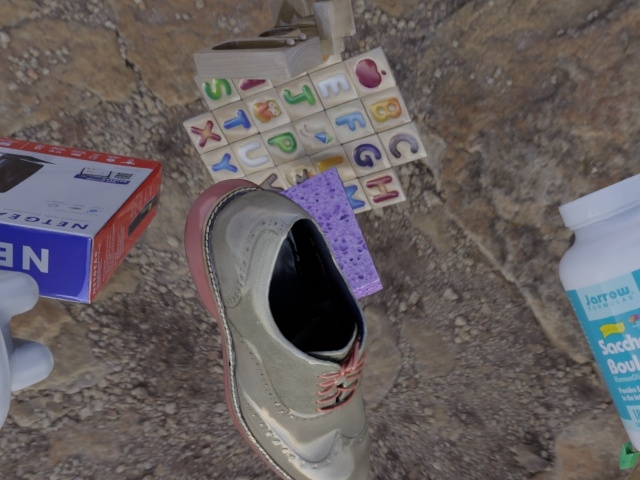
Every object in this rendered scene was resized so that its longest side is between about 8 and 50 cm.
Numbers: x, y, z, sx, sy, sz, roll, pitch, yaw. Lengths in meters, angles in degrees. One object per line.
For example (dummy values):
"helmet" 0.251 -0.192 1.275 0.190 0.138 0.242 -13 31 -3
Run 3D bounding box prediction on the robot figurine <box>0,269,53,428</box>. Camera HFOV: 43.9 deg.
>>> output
"robot figurine" -0.413 0.121 0.674 0.199 0.353 0.300 -2 101 42

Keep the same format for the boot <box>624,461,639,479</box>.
"boot" 0.244 0.163 0.373 0.089 0.269 0.236 11 91 -24

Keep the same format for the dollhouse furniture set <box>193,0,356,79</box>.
"dollhouse furniture set" -0.046 -0.233 0.738 0.144 0.123 0.151 10 33 38

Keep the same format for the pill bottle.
"pill bottle" 0.334 0.069 0.796 0.146 0.146 0.264 -23 85 -4

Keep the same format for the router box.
"router box" -0.395 -0.046 0.977 0.335 0.301 0.082 9 111 -1

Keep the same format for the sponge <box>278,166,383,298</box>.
"sponge" 0.000 0.000 1.104 0.117 0.031 0.210 -22 54 4

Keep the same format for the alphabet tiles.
"alphabet tiles" -0.029 -0.152 1.175 0.342 0.011 0.285 -15 115 27

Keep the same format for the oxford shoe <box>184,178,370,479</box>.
"oxford shoe" -0.014 0.116 0.708 0.123 0.130 0.348 -36 121 -27

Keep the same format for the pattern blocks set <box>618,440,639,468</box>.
"pattern blocks set" 0.577 0.416 1.231 0.026 0.325 0.286 -16 121 -15
